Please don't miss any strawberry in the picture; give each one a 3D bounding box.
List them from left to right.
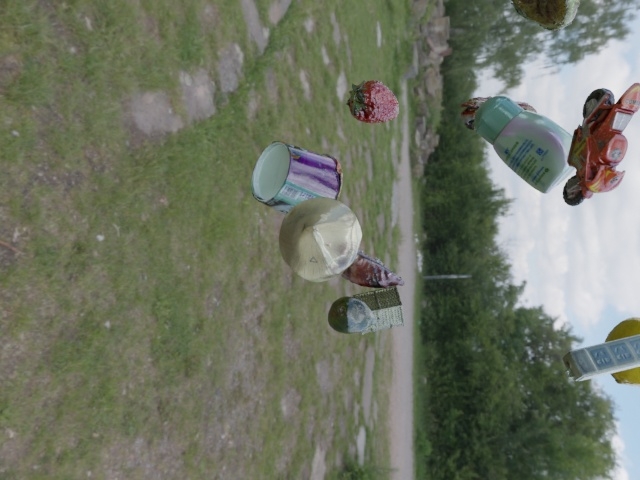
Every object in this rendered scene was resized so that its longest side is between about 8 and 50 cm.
[{"bbox_3d":[0.159,-0.404,1.375,0.131,0.148,0.131,171,-90,-67],"label":"strawberry"}]

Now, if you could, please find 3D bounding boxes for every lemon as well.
[{"bbox_3d":[1.178,0.408,1.737,0.288,0.233,0.233,-55,155,-2],"label":"lemon"}]

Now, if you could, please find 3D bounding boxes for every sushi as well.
[{"bbox_3d":[0.664,-0.452,1.735,0.124,0.332,0.129,-90,-176,-56],"label":"sushi"}]

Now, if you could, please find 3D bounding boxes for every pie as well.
[{"bbox_3d":[0.793,-0.895,1.669,0.288,0.103,0.354,51,-2,40],"label":"pie"}]

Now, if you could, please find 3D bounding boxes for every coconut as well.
[{"bbox_3d":[0.000,0.000,1.163,0.224,0.224,0.224,-5,90,-71],"label":"coconut"}]

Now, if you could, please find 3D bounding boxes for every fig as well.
[{"bbox_3d":[0.113,0.234,1.425,0.178,0.117,0.117,18,59,-22],"label":"fig"}]

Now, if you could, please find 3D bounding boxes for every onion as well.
[{"bbox_3d":[0.190,0.130,1.903,0.146,0.280,0.314,-56,158,0],"label":"onion"}]

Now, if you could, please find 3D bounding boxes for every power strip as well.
[{"bbox_3d":[0.797,0.319,1.292,0.052,0.272,0.078,89,-11,-56],"label":"power strip"}]

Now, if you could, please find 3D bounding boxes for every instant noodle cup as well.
[{"bbox_3d":[-0.084,-0.182,1.457,0.190,0.251,0.251,18,66,-40],"label":"instant noodle cup"}]

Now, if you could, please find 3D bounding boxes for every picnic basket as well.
[{"bbox_3d":[0.251,0.307,2.010,0.134,0.196,0.154,-100,178,-57],"label":"picnic basket"}]

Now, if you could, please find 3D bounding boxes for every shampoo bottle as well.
[{"bbox_3d":[0.641,-0.320,1.497,0.349,0.151,0.222,47,-16,20],"label":"shampoo bottle"}]

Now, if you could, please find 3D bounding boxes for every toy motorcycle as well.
[{"bbox_3d":[0.682,-0.225,1.155,0.171,0.089,0.298,-116,-145,-78],"label":"toy motorcycle"}]
